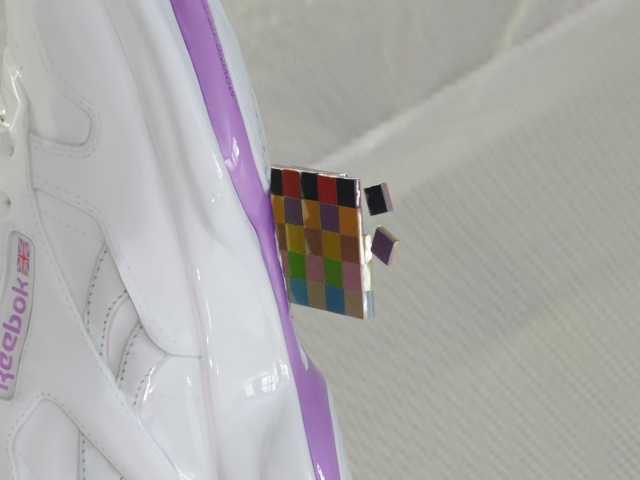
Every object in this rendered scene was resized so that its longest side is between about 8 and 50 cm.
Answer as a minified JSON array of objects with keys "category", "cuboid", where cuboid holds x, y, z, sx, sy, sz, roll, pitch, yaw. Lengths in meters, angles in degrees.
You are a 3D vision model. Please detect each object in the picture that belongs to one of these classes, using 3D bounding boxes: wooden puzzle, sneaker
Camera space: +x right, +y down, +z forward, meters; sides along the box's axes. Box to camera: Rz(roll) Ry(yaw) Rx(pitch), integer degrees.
[{"category":"wooden puzzle","cuboid":[0.000,0.000,0.630,0.006,0.049,0.083,-14,-163,-38]},{"category":"sneaker","cuboid":[-0.083,0.012,0.607,0.152,0.305,0.114,-12,-163,2]}]
